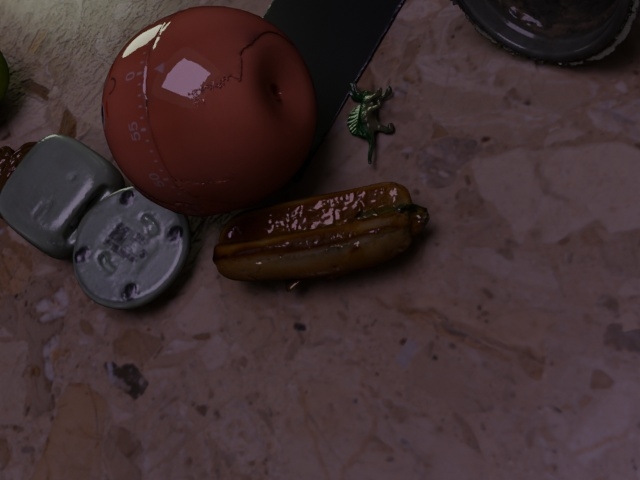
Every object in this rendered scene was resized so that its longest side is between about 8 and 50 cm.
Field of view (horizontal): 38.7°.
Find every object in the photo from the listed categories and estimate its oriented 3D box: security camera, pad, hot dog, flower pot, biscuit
[{"bbox_3d":[-0.277,-0.020,1.147,0.301,0.080,0.157,32,81,28],"label":"security camera"},{"bbox_3d":[-0.028,-0.224,1.154,0.202,0.005,0.300,21,77,36],"label":"pad"},{"bbox_3d":[0.000,0.000,0.980,0.250,0.076,0.104,-10,41,21],"label":"hot dog"},{"bbox_3d":[0.247,-0.309,0.932,0.235,0.235,0.140,23,53,36],"label":"flower pot"},{"bbox_3d":[-0.445,-0.087,1.306,0.175,0.026,0.124,3,66,31],"label":"biscuit"}]

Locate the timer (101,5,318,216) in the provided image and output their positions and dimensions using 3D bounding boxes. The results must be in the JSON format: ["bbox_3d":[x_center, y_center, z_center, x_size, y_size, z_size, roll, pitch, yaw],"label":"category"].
[{"bbox_3d":[-0.125,-0.142,1.018,0.215,0.229,0.230,-12,59,35],"label":"timer"}]

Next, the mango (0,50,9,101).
[{"bbox_3d":[-0.596,-0.252,1.405,0.273,0.149,0.185,-9,57,17],"label":"mango"}]

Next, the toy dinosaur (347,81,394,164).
[{"bbox_3d":[0.054,-0.136,1.053,0.060,0.029,0.120,-19,61,39],"label":"toy dinosaur"}]
